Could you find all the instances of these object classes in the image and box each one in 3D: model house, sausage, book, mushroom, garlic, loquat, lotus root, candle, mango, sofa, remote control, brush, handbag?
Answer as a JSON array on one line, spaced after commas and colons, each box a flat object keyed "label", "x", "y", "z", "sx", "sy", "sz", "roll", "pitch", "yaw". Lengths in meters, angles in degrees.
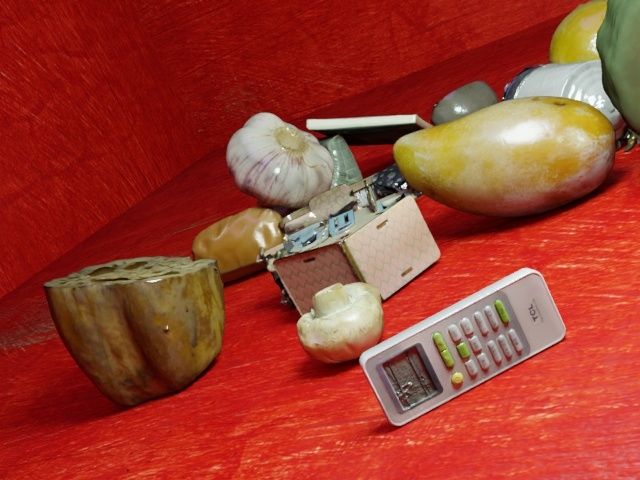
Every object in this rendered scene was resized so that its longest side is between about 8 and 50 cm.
[{"label": "model house", "x": 0.042, "y": 0.018, "z": 1.682, "sx": 0.326, "sy": 0.169, "sz": 0.244, "roll": -24, "pitch": 17, "yaw": 6}, {"label": "sausage", "x": -0.179, "y": 0.016, "z": 2.122, "sx": 0.241, "sy": 0.136, "sz": 0.120, "roll": -24, "pitch": -17, "yaw": 19}, {"label": "book", "x": 0.145, "y": -0.268, "z": 2.360, "sx": 0.264, "sy": 0.031, "sz": 0.379, "roll": -1, "pitch": 0, "yaw": 16}, {"label": "mushroom", "x": 0.032, "y": 0.122, "z": 1.443, "sx": 0.148, "sy": 0.112, "sz": 0.148, "roll": -26, "pitch": 6, "yaw": 3}, {"label": "garlic", "x": -0.103, "y": -0.142, "z": 2.150, "sx": 0.245, "sy": 0.245, "sz": 0.253, "roll": -40, "pitch": -16, "yaw": -43}, {"label": "loquat", "x": 0.611, "y": -0.403, "z": 2.079, "sx": 0.243, "sy": 0.244, "sz": 0.244, "roll": -25, "pitch": 14, "yaw": 7}, {"label": "lotus root", "x": -0.298, "y": 0.143, "z": 1.735, "sx": 0.316, "sy": 0.250, "sz": 0.316, "roll": -15, "pitch": 9, "yaw": 3}, {"label": "candle", "x": 0.492, "y": -0.247, "z": 1.791, "sx": 0.187, "sy": 0.187, "sz": 0.330, "roll": -31, "pitch": 15, "yaw": -16}, {"label": "mango", "x": 0.314, "y": -0.140, "z": 1.644, "sx": 0.383, "sy": 0.199, "sz": 0.221, "roll": -2, "pitch": -9, "yaw": 15}, {"label": "sofa", "x": -0.038, "y": -0.128, "z": 2.305, "sx": 0.225, "sy": 0.176, "sz": 0.210, "roll": -33, "pitch": 16, "yaw": -23}, {"label": "remote control", "x": 0.176, "y": 0.130, "z": 1.184, "sx": 0.250, "sy": 0.103, "sz": 0.034, "roll": -26, "pitch": 12, "yaw": -3}, {"label": "brush", "x": 0.039, "y": -0.075, "z": 2.135, "sx": 0.327, "sy": 0.065, "sz": 0.070, "roll": -25, "pitch": -7, "yaw": -40}, {"label": "mushroom", "x": 0.368, "y": -0.311, "z": 2.362, "sx": 0.188, "sy": 0.141, "sz": 0.117, "roll": -20, "pitch": 47, "yaw": -23}, {"label": "handbag", "x": 0.194, "y": -0.118, "z": 2.116, "sx": 0.115, "sy": 0.072, "sz": 0.139, "roll": -28, "pitch": 27, "yaw": -14}]

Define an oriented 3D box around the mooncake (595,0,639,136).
[{"label": "mooncake", "x": 0.598, "y": -0.290, "z": 1.429, "sx": 0.356, "sy": 0.356, "sz": 0.194, "roll": -23, "pitch": 18, "yaw": 13}]
